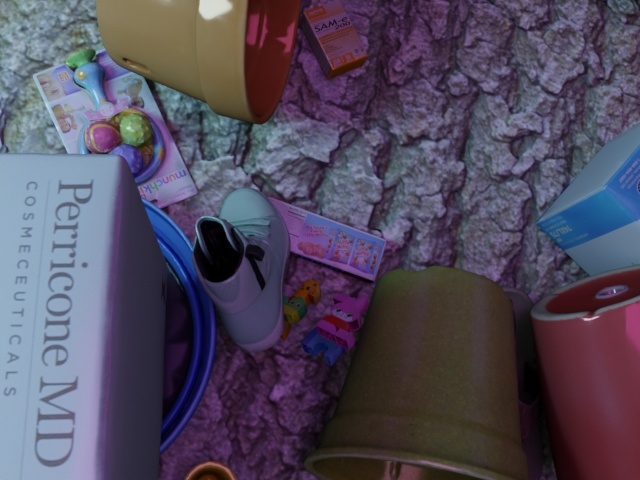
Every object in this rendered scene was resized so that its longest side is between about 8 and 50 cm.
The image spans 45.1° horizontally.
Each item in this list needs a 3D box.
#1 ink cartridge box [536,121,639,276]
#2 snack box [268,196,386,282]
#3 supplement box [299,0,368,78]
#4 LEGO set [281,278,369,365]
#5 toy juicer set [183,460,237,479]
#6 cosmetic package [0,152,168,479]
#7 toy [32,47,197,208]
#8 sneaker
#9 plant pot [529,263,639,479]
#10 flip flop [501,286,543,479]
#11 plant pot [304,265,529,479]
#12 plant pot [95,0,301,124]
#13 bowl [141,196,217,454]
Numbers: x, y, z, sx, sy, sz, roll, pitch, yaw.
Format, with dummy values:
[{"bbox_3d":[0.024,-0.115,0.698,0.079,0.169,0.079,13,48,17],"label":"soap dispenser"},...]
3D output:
[{"bbox_3d":[0.497,-0.017,1.083,0.270,0.197,0.198,45,73,1],"label":"ink cartridge box"},{"bbox_3d":[0.000,0.000,1.070,0.178,0.022,0.064,20,74,-7],"label":"snack box"},{"bbox_3d":[0.019,-0.295,1.130,0.062,0.036,0.098,-25,84,-16],"label":"supplement box"},{"bbox_3d":[-0.021,0.081,1.004,0.227,0.087,0.093,23,54,33],"label":"LEGO set"},{"bbox_3d":[-0.243,0.397,0.902,0.209,0.089,0.329,21,75,-6],"label":"toy juicer set"},{"bbox_3d":[-0.358,0.128,0.706,0.394,0.327,0.329,0,71,-5],"label":"cosmetic package"},{"bbox_3d":[-0.275,-0.148,1.029,0.137,0.056,0.237,-25,84,-14],"label":"toy"},{"bbox_3d":[-0.098,-0.009,0.939,0.094,0.151,0.256,-16,46,6],"label":"sneaker"},{"bbox_3d":[0.395,0.171,0.962,0.275,0.275,0.243,-20,93,-15],"label":"plant pot"},{"bbox_3d":[0.262,0.197,1.051,0.112,0.080,0.277,8,76,-10],"label":"flip flop"},{"bbox_3d":[0.136,0.179,0.955,0.276,0.276,0.253,15,64,-8],"label":"plant pot"},{"bbox_3d":[-0.151,-0.310,0.990,0.204,0.291,0.290,11,76,8],"label":"plant pot"},{"bbox_3d":[-0.320,0.114,0.925,0.391,0.077,0.391,1,71,-4],"label":"bowl"}]
